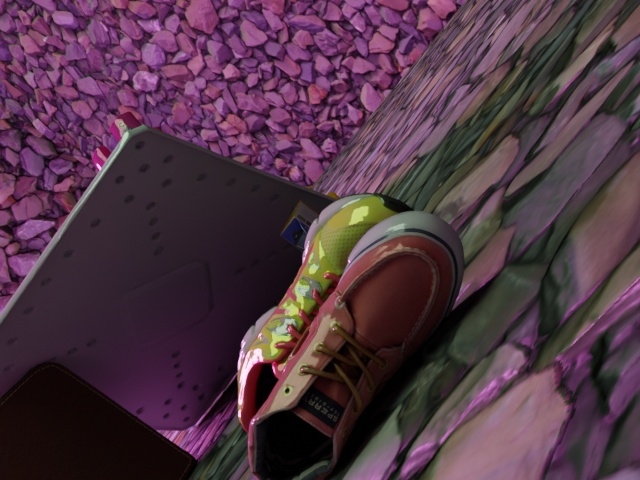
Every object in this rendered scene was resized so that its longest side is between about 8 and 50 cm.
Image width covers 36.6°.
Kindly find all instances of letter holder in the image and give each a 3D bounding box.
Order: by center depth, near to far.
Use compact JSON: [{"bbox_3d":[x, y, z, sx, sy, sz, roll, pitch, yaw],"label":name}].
[{"bbox_3d":[-0.309,0.307,1.000,0.152,0.214,0.302,-48,7,47],"label":"letter holder"}]

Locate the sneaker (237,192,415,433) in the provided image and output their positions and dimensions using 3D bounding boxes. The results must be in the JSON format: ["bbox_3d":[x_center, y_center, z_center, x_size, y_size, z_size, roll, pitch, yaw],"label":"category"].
[{"bbox_3d":[0.004,0.059,0.654,0.208,0.081,0.094,-58,9,33],"label":"sneaker"}]

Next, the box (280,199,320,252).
[{"bbox_3d":[0.000,0.000,1.014,0.028,0.081,0.136,-52,4,12],"label":"box"}]

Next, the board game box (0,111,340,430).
[{"bbox_3d":[-0.186,0.062,1.122,0.390,0.050,0.390,-51,-35,15],"label":"board game box"}]

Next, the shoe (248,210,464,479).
[{"bbox_3d":[0.017,0.067,0.527,0.178,0.063,0.081,-56,3,38],"label":"shoe"}]
